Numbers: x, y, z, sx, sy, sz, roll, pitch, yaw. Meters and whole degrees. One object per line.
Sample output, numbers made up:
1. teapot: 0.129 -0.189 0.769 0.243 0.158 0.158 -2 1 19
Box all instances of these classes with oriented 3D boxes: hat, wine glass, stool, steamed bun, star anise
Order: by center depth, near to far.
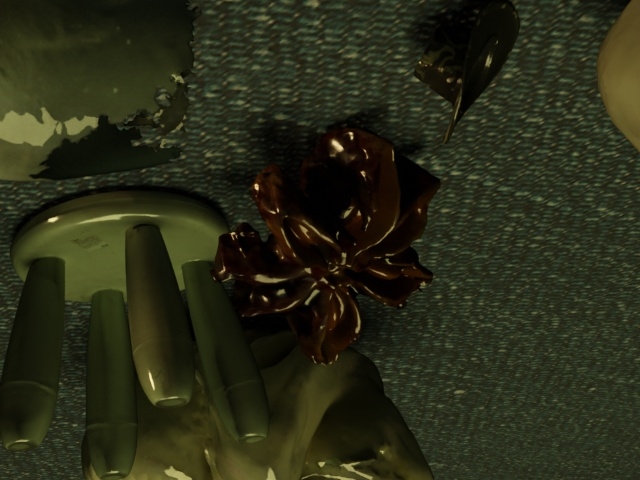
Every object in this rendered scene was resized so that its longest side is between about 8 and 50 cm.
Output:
1. wine glass: -0.236 -0.101 0.820 0.321 0.143 0.143 -4 155 -15
2. hat: 0.098 -0.125 0.972 0.050 0.121 0.121 28 159 13
3. star anise: 0.000 0.000 1.123 0.190 0.126 0.220 -27 142 -34
4. stool: -0.162 0.082 1.165 0.195 0.199 0.195 -20 153 17
5. steamed bun: -0.061 0.212 1.445 0.352 0.247 0.339 -5 144 34

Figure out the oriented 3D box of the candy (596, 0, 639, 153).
1. candy: 0.333 -0.120 0.886 0.295 0.185 0.295 6 168 1
